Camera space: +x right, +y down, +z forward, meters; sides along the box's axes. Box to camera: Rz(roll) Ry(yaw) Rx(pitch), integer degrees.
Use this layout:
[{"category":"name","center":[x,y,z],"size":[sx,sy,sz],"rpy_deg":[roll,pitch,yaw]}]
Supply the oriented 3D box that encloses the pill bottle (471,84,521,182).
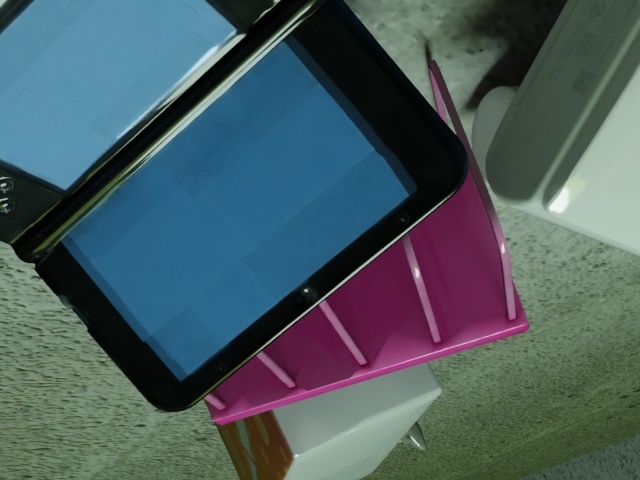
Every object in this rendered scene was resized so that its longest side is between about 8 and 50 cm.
[{"category":"pill bottle","center":[0.247,-0.093,0.756],"size":[0.209,0.117,0.117],"rpy_deg":[-4,151,-22]}]

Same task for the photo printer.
[{"category":"photo printer","center":[0.307,-0.097,0.641],"size":[0.308,0.107,0.256],"rpy_deg":[18,109,-30]}]

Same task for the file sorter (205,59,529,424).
[{"category":"file sorter","center":[0.000,0.000,0.716],"size":[0.291,0.202,0.182],"rpy_deg":[-18,152,6]}]

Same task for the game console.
[{"category":"game console","center":[-0.095,-0.050,0.523],"size":[0.293,0.173,0.250],"rpy_deg":[-40,151,11]}]

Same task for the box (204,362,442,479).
[{"category":"box","center":[-0.024,0.167,0.974],"size":[0.168,0.215,0.345],"rpy_deg":[-20,156,-20]}]

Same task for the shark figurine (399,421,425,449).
[{"category":"shark figurine","center":[0.043,0.212,1.297],"size":[0.278,0.166,0.116],"rpy_deg":[23,111,-27]}]
